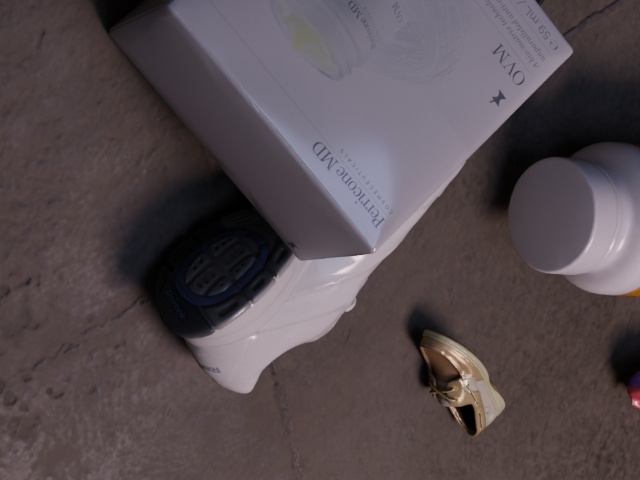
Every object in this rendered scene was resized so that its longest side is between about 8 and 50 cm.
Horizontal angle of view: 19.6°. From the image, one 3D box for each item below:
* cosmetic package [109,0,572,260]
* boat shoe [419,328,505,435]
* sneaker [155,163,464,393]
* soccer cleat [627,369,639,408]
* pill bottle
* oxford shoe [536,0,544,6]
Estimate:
[{"bbox_3d":[0.015,-0.142,1.325,0.225,0.138,0.224,-45,105,-18],"label":"cosmetic package"},{"bbox_3d":[0.122,0.128,1.641,0.045,0.050,0.135,-55,133,-17],"label":"boat shoe"},{"bbox_3d":[0.000,0.000,1.465,0.297,0.111,0.129,-37,141,-17],"label":"sneaker"},{"bbox_3d":[0.391,0.137,1.869,0.248,0.083,0.095,13,88,-45],"label":"soccer cleat"},{"bbox_3d":[0.288,-0.018,1.669,0.246,0.136,0.136,3,105,-42],"label":"pill bottle"},{"bbox_3d":[0.200,-0.284,1.526,0.096,0.083,0.227,-4,119,-59],"label":"oxford shoe"}]
